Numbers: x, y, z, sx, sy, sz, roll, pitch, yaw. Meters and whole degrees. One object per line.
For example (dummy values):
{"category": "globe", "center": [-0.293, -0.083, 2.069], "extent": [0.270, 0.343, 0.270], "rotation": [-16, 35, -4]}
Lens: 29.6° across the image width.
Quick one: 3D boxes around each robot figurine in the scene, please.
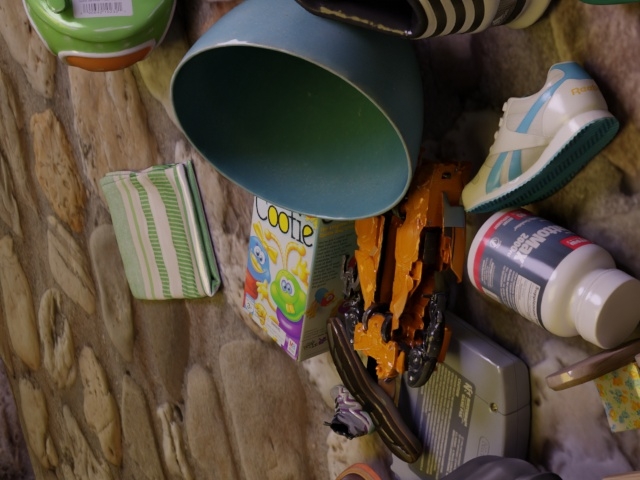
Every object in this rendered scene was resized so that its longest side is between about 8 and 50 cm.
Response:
{"category": "robot figurine", "center": [0.107, 0.034, 1.480], "extent": [0.211, 0.085, 0.291], "rotation": [28, 118, 56]}

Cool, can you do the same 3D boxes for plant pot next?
{"category": "plant pot", "center": [-0.001, -0.188, 1.396], "extent": [0.290, 0.195, 0.290], "rotation": [18, 149, 12]}

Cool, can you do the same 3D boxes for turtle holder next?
{"category": "turtle holder", "center": [-0.363, -0.408, 1.891], "extent": [0.320, 0.243, 0.227], "rotation": [50, 159, 15]}

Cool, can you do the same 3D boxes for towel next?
{"category": "towel", "center": [-0.287, -0.012, 2.141], "extent": [0.325, 0.038, 0.248], "rotation": [-4, 102, 56]}

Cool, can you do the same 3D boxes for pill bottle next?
{"category": "pill bottle", "center": [0.258, 0.042, 1.317], "extent": [0.180, 0.108, 0.108], "rotation": [32, 129, 44]}

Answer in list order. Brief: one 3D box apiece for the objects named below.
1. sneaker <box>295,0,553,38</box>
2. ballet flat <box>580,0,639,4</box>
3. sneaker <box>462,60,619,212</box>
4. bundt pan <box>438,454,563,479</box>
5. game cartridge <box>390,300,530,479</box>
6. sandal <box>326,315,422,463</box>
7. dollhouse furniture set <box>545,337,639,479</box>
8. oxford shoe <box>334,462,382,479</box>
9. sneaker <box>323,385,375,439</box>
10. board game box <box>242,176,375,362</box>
{"category": "sneaker", "center": [0.042, -0.395, 1.292], "extent": [0.447, 0.257, 0.169], "rotation": [58, 144, 22]}
{"category": "ballet flat", "center": [0.323, -0.253, 1.130], "extent": [0.213, 0.072, 0.068], "rotation": [18, 89, 48]}
{"category": "sneaker", "center": [0.229, -0.104, 1.324], "extent": [0.229, 0.087, 0.092], "rotation": [-44, 59, 47]}
{"category": "bundt pan", "center": [0.257, 0.378, 1.393], "extent": [0.331, 0.124, 0.331], "rotation": [42, 158, 22]}
{"category": "game cartridge", "center": [0.181, 0.243, 1.572], "extent": [0.198, 0.062, 0.297], "rotation": [32, 130, 39]}
{"category": "sandal", "center": [0.077, 0.191, 1.604], "extent": [0.219, 0.060, 0.090], "rotation": [55, 162, 7]}
{"category": "dollhouse furniture set", "center": [0.389, 0.261, 1.095], "extent": [0.394, 0.256, 0.362], "rotation": [-28, 81, 56]}
{"category": "oxford shoe", "center": [0.062, 0.404, 1.689], "extent": [0.130, 0.133, 0.364], "rotation": [53, 163, -6]}
{"category": "sneaker", "center": [0.028, 0.255, 1.780], "extent": [0.098, 0.069, 0.038], "rotation": [41, 135, 38]}
{"category": "board game box", "center": [0.000, 0.000, 1.637], "extent": [0.142, 0.144, 0.275], "rotation": [41, 135, 39]}
